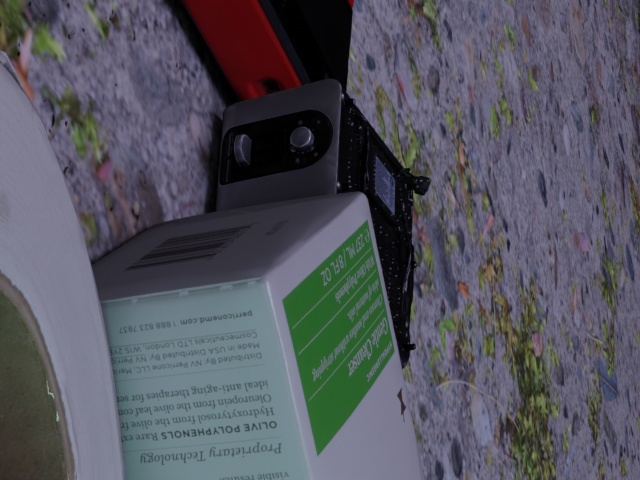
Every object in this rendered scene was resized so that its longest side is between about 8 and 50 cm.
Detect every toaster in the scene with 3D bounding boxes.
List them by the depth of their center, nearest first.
[{"bbox_3d":[0.000,0.000,1.040,0.185,0.110,0.168,45,43,-57],"label":"toaster"}]

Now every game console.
[{"bbox_3d":[-0.062,-0.295,1.074,0.386,0.060,0.342,61,25,-45],"label":"game console"}]

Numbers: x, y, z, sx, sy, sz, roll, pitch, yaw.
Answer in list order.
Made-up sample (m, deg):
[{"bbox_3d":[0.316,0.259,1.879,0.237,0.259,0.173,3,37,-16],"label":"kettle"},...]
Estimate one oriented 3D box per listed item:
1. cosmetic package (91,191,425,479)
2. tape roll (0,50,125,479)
[{"bbox_3d":[-0.030,0.176,0.850,0.197,0.155,0.365,-45,124,-67],"label":"cosmetic package"},{"bbox_3d":[-0.147,0.113,0.546,0.392,0.072,0.391,-6,90,-85],"label":"tape roll"}]
